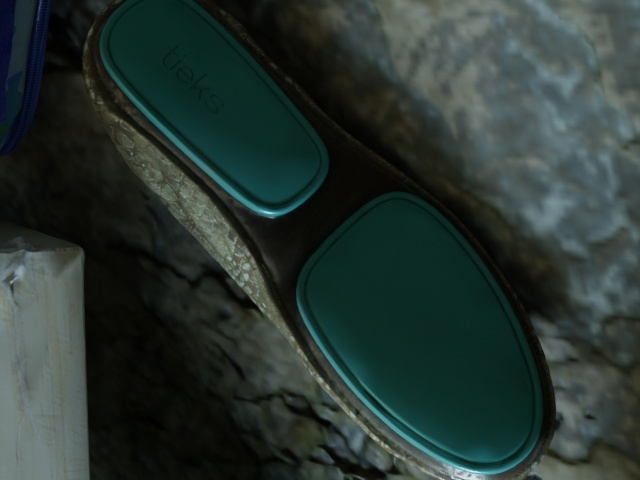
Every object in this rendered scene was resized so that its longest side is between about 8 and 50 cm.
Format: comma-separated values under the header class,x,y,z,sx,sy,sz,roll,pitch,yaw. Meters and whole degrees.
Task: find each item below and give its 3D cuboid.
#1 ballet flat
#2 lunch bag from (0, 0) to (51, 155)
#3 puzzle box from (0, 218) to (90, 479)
class,x,y,z,sx,sy,sz,roll,pitch,yaw
ballet flat,0.000,0.000,0.632,0.206,0.073,0.067,51,167,10
lunch bag,-0.170,-0.129,0.679,0.176,0.090,0.219,37,136,22
puzzle box,-0.131,0.192,0.694,0.272,0.052,0.408,-166,74,-71
